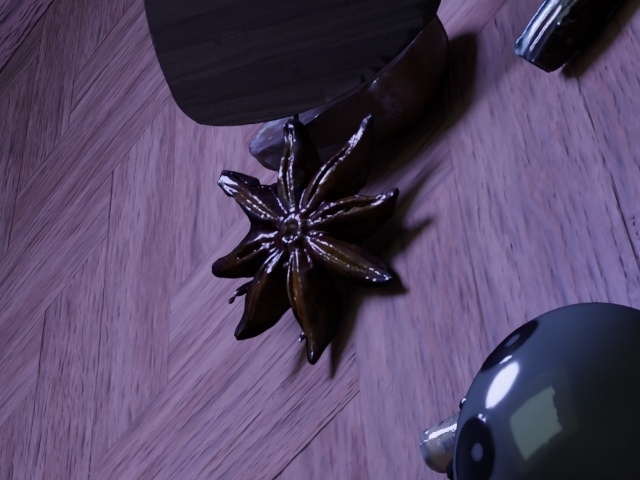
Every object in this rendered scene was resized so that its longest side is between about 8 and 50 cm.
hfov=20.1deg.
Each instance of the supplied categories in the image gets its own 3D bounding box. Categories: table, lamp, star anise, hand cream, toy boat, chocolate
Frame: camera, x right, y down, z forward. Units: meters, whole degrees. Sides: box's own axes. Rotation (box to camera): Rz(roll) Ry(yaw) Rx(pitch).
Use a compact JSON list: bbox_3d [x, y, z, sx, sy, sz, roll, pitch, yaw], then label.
[{"bbox_3d":[-0.022,-0.317,1.857,0.317,0.317,0.249,-47,2,28],"label":"table"},{"bbox_3d":[0.162,0.144,1.180,0.244,0.198,0.197,-37,30,60],"label":"lamp"},{"bbox_3d":[0.000,0.000,1.804,0.272,0.102,0.271,-13,69,38],"label":"star anise"},{"bbox_3d":[0.139,0.138,1.421,0.143,0.039,0.061,-33,26,31],"label":"hand cream"},{"bbox_3d":[0.228,-0.216,1.623,0.140,0.059,0.066,-50,42,18],"label":"toy boat"},{"bbox_3d":[0.041,-0.140,1.896,0.254,0.080,0.157,-27,22,44],"label":"chocolate"}]
